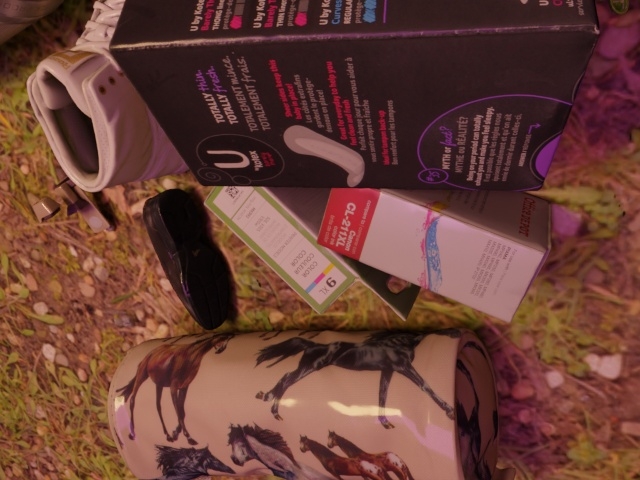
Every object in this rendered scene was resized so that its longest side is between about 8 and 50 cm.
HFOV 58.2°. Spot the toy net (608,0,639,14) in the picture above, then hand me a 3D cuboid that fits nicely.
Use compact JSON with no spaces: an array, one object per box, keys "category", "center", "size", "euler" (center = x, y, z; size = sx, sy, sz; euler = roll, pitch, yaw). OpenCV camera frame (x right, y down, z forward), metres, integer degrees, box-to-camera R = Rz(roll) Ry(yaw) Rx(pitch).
[{"category":"toy net","center":[0.194,-0.274,0.409],"size":[0.122,0.045,0.232],"euler":[-23,89,-7]}]

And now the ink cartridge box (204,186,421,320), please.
[{"category":"ink cartridge box","center":[0.000,0.000,0.565],"size":[0.209,0.109,0.062],"euler":[43,118,2]}]

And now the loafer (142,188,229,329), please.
[{"category":"loafer","center":[-0.156,0.024,0.670],"size":[0.061,0.062,0.170],"euler":[-6,104,46]}]

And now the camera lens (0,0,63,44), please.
[{"category":"camera lens","center":[-0.404,-0.279,0.558],"size":[0.274,0.219,0.220],"euler":[-17,102,25]}]

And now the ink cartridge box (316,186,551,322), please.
[{"category":"ink cartridge box","center":[0.103,-0.016,0.508],"size":[0.175,0.127,0.073],"euler":[23,117,13]}]

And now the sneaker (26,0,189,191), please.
[{"category":"sneaker","center":[-0.185,-0.190,0.536],"size":[0.108,0.169,0.293],"euler":[9,110,20]}]

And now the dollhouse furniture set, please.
[{"category":"dollhouse furniture set","center":[-0.249,-0.045,0.670],"size":[0.114,0.091,0.081],"euler":[-20,116,23]}]

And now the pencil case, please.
[{"category":"pencil case","center":[-0.016,0.186,0.611],"size":[0.409,0.160,0.184],"euler":[-6,116,23]}]

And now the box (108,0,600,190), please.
[{"category":"box","center":[0.027,-0.135,0.403],"size":[0.270,0.165,0.144],"euler":[2,65,10]}]
